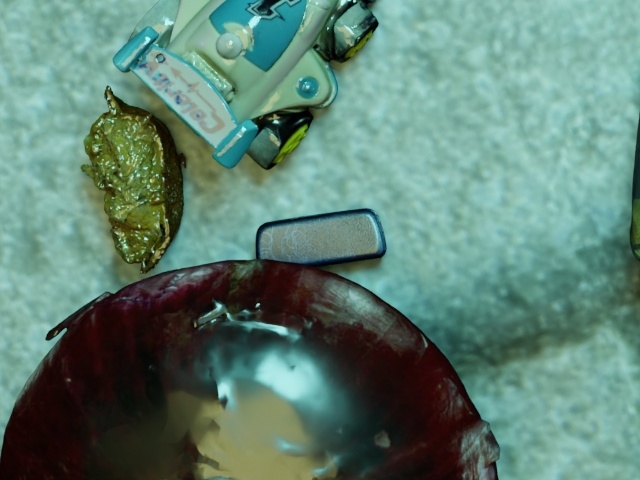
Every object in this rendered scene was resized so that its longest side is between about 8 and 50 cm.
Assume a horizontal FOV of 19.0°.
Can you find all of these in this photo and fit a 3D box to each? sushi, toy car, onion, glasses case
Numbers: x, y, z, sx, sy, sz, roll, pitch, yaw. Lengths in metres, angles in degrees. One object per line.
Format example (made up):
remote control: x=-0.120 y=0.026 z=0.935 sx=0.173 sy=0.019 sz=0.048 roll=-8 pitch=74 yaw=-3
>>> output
sushi: x=-0.118 y=-0.040 z=1.211 sx=0.061 sy=0.060 sz=0.118 roll=-25 pitch=90 yaw=17
toy car: x=-0.037 y=-0.127 z=1.168 sx=0.126 sy=0.098 sz=0.161 roll=44 pitch=103 yaw=1
onion: x=-0.050 y=0.161 z=1.132 sx=0.314 sy=0.232 sz=0.313 roll=2 pitch=98 yaw=11
glasses case: x=0.000 y=0.000 z=1.212 sx=0.083 sy=0.023 sz=0.033 roll=-8 pitch=86 yaw=9

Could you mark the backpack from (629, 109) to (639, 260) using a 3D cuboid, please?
backpack: x=0.311 y=-0.043 z=1.069 sx=0.258 sy=0.133 sz=0.206 roll=6 pitch=95 yaw=50
